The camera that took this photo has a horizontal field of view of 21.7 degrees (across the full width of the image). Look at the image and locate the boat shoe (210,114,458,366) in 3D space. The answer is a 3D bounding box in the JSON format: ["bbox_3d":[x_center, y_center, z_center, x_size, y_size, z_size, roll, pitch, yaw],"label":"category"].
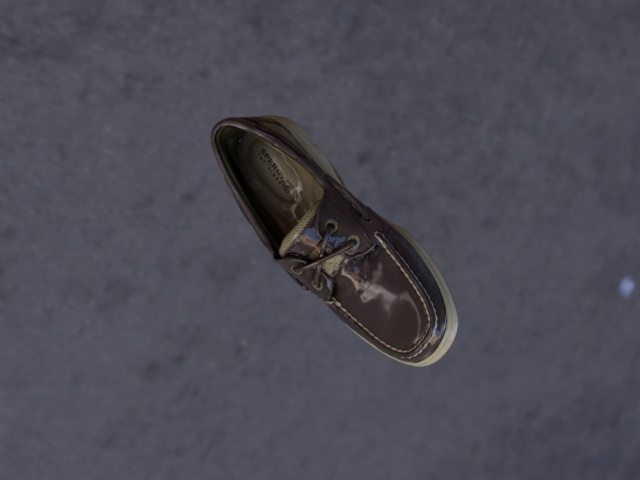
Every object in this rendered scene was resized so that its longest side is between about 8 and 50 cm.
[{"bbox_3d":[0.000,0.000,0.762,0.049,0.152,0.056,3,127,-56],"label":"boat shoe"}]
